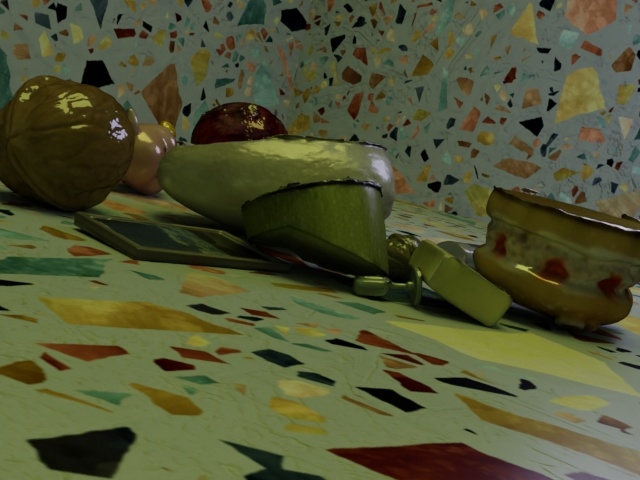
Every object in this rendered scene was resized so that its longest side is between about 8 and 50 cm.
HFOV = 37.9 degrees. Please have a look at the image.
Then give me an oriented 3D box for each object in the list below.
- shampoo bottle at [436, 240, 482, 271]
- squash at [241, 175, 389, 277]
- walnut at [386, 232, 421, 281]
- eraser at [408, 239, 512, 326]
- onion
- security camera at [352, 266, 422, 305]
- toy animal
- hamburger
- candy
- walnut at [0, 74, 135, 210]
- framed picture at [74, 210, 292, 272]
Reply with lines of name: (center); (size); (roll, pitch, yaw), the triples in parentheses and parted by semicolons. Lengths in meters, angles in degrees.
shampoo bottle: (0.331, 0.038, 1.895); (0.227, 0.056, 0.086); (6, 7, -45)
squash: (-0.011, -0.010, 1.359); (0.220, 0.133, 0.220); (-1, -9, 0)
walnut: (0.130, 0.027, 1.502); (0.092, 0.092, 0.092); (13, 6, -1)
eraser: (0.194, 0.058, 1.327); (0.117, 0.058, 0.172); (33, 4, -8)
onion: (-0.215, -0.256, 2.522); (0.276, 0.276, 0.276); (13, 6, -1)
security camera: (0.090, 0.060, 1.282); (0.092, 0.058, 0.058); (4, 7, -6)
toy animal: (-0.373, -0.179, 1.960); (0.149, 0.165, 0.248); (7, 1, -6)
hamburger: (0.382, 0.032, 1.454); (0.261, 0.186, 0.302); (23, 16, 38)
candy: (-0.079, -0.094, 1.654); (0.426, 0.186, 0.386); (7, 0, -24)
walnut: (-0.405, -0.151, 1.449); (0.228, 0.228, 0.228); (13, 6, -1)
framed picture: (-0.192, 0.007, 1.308); (0.260, 0.023, 0.189); (8, 11, -41)
